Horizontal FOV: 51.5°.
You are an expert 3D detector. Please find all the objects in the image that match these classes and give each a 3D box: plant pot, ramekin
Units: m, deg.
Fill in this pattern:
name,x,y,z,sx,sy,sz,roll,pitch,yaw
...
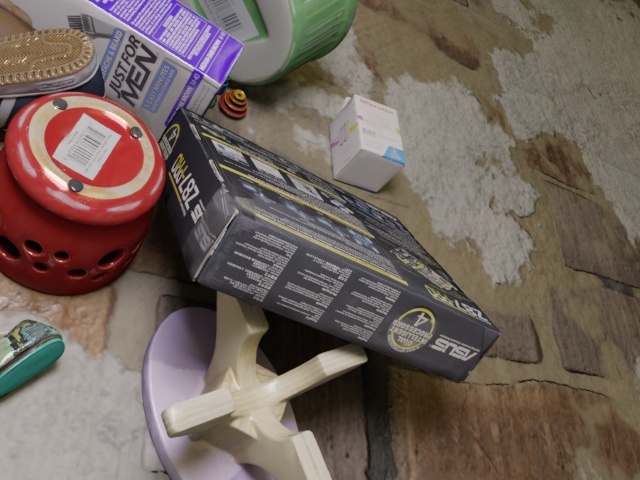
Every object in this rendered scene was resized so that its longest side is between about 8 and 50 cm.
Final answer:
name,x,y,z,sx,sy,sz,roll,pitch,yaw
plant pot,-0.277,-0.056,0.758,0.191,0.174,0.191,19,52,-27
ramekin,-0.107,-0.392,1.030,0.303,0.303,0.148,44,53,-2

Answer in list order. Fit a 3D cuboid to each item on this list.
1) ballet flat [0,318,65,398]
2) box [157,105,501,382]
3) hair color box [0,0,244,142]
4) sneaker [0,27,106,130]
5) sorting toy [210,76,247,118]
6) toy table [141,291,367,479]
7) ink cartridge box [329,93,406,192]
name,x,y,z,sx,sy,sz,roll,pitch,yaw
ballet flat,-0.347,0.141,0.657,0.070,0.070,0.188,49,43,3
box,0.000,0.000,0.835,0.395,0.097,0.318,25,15,-32
hair color box,-0.296,-0.266,0.878,0.339,0.185,0.110,31,48,-13
sneaker,-0.401,-0.169,0.812,0.282,0.153,0.099,-6,64,-4
sorting toy,-0.158,-0.237,1.056,0.102,0.042,0.061,19,51,-24
toy table,-0.084,0.178,0.741,0.252,0.161,0.274,-26,78,-43
ink cartridge box,0.078,-0.174,1.147,0.092,0.090,0.143,16,51,-27
